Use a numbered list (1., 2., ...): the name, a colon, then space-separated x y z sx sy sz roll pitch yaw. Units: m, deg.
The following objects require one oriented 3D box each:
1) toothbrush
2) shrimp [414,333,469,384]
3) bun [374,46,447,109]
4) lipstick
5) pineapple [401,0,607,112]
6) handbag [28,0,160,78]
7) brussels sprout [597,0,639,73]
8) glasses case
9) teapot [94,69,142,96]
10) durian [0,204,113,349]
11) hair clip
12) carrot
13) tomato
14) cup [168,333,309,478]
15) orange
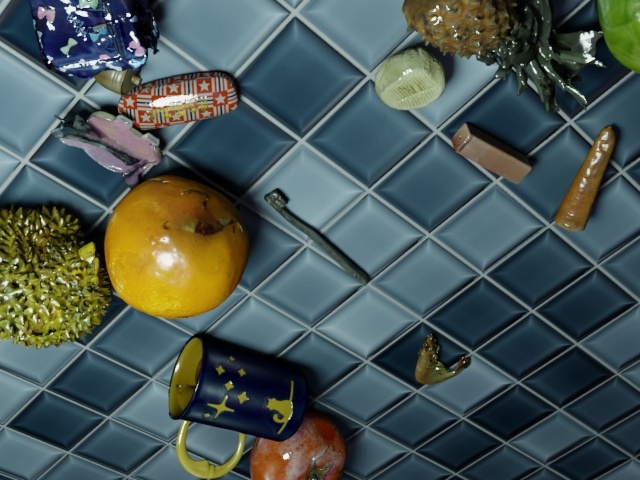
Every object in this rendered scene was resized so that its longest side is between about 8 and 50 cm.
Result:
1. toothbrush: 0.000 0.000 1.534 0.030 0.030 0.297 -39 124 13
2. shrimp: 0.270 0.262 1.785 0.124 0.034 0.178 -5 133 -6
3. bun: 0.143 -0.262 1.298 0.115 0.069 0.115 -2 152 -1
4. lipstick: 0.300 -0.152 1.425 0.145 0.045 0.045 23 123 -25
5. pineapple: 0.291 -0.317 1.231 0.364 0.166 0.165 19 127 -31
6. handbag: -0.321 -0.353 1.131 0.161 0.113 0.260 -5 122 4
7. brussels sprout: 0.517 -0.353 1.170 0.243 0.244 0.244 -3 131 -4
8. glasses case: -0.229 -0.222 1.304 0.194 0.049 0.073 -11 130 3
9. teapot: -0.299 -0.280 1.253 0.080 0.085 0.110 27 96 1
10. durian: -0.489 0.073 1.401 0.292 0.258 0.258 10 131 7
11. hair clip: -0.345 -0.158 1.326 0.187 0.056 0.146 24 146 -36
12. carrot: 0.487 -0.114 1.475 0.061 0.061 0.210 5 126 -10
13. tomato: -0.055 0.485 1.840 0.231 0.188 0.232 -13 114 -29
14. cup: -0.186 0.348 1.703 0.256 0.178 0.255 21 110 -24
15. orange: -0.240 0.010 1.377 0.246 0.246 0.246 -3 131 -4
